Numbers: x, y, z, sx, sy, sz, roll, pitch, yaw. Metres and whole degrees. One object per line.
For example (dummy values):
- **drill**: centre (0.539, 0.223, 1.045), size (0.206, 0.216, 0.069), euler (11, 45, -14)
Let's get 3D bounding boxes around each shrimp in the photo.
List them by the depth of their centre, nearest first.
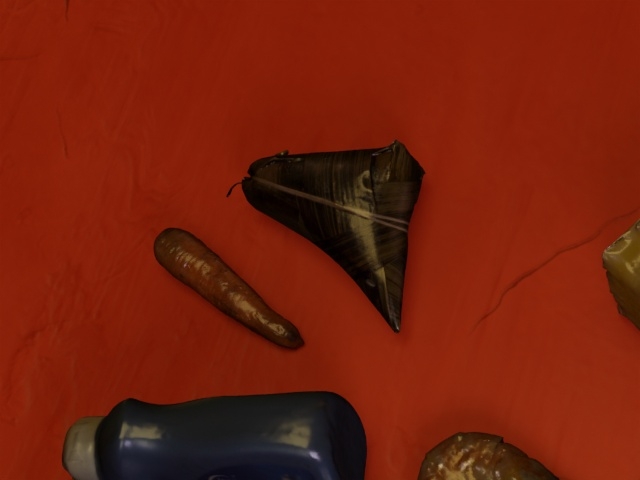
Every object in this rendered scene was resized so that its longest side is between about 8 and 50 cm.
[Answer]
- **shrimp**: centre (0.174, 0.250, 1.414), size (0.217, 0.051, 0.115), euler (33, 84, 27)

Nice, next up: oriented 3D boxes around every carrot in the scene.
- **carrot**: centre (-0.091, 0.048, 1.599), size (0.191, 0.047, 0.047), euler (35, 79, 26)

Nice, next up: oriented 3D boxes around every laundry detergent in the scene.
- **laundry detergent**: centre (-0.109, 0.194, 1.478), size (0.289, 0.143, 0.094), euler (-5, 65, 19)

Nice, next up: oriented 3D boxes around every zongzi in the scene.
- **zongzi**: centre (0.000, 0.000, 1.580), size (0.187, 0.084, 0.184), euler (-2, 74, 24)

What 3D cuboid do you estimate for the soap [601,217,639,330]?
- **soap**: centre (0.359, -0.015, 1.438), size (0.233, 0.135, 0.076), euler (-43, 60, -7)

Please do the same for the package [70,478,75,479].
- **package**: centre (-0.204, 0.287, 1.477), size (0.071, 0.047, 0.131), euler (-42, 95, -5)
